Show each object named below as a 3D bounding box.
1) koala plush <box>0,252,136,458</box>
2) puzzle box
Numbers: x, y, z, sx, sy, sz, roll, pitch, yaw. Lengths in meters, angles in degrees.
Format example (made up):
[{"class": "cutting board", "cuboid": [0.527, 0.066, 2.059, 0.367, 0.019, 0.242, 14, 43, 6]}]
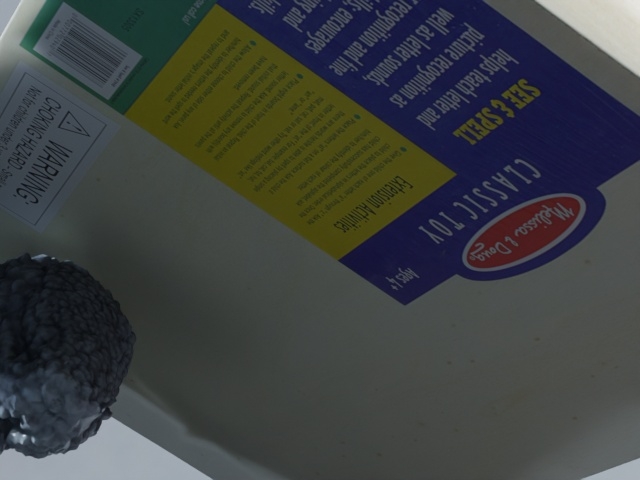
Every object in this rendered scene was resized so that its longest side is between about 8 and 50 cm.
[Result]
[{"class": "koala plush", "cuboid": [-0.197, 0.066, 0.514, 0.196, 0.221, 0.203, 44, 101, -10]}, {"class": "puzzle box", "cuboid": [0.000, 0.000, 0.587, 0.272, 0.052, 0.409, 34, 149, -11]}]
